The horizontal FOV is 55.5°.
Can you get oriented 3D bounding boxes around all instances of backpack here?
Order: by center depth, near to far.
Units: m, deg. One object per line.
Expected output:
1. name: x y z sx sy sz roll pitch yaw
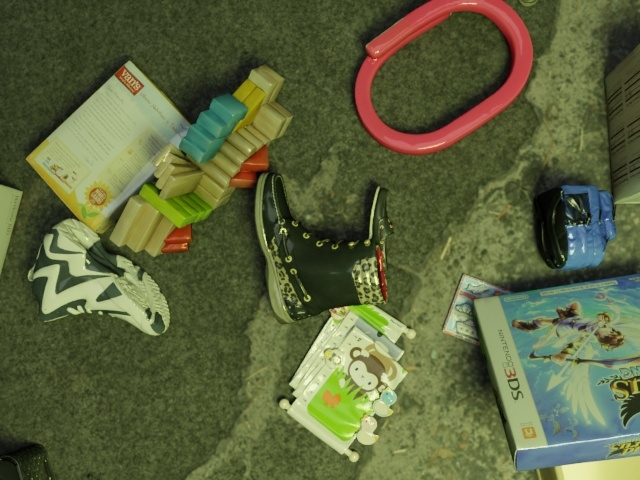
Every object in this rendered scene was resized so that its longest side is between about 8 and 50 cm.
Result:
1. backpack: 0.379 -0.016 0.897 0.101 0.098 0.120 -1 84 2

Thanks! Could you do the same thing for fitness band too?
1. fitness band: 0.190 -0.263 0.964 0.291 0.054 0.209 -34 85 3

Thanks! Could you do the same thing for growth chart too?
1. growth chart: 0.047 0.207 0.949 0.172 0.021 0.237 27 89 6

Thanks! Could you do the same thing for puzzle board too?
1. puzzle board: 0.265 0.119 0.939 0.128 0.011 0.096 20 87 8

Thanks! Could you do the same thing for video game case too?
1. video game case: 0.363 0.164 0.813 0.270 0.061 0.244 -10 43 6

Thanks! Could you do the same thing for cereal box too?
1. cereal box: -0.339 -0.153 1.006 0.240 0.047 0.173 -43 83 0

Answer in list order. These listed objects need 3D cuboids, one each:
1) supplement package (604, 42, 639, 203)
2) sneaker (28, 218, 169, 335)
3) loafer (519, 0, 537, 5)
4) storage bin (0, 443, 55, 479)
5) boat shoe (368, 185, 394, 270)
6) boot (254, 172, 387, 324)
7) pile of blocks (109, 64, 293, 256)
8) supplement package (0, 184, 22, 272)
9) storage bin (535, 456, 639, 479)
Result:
1. supplement package: 0.536 -0.165 0.868 0.194 0.149 0.203 -2 84 6
2. sneaker: -0.365 0.095 0.971 0.235 0.094 0.153 42 109 -12
3. loafer: 0.323 -0.439 0.970 0.045 0.039 0.125 -17 83 5
4. storage bin: -0.521 0.410 0.955 0.180 0.084 0.122 -20 83 3
5. boat shoe: 0.094 -0.018 0.950 0.042 0.049 0.133 7 93 10
6. boot: 0.001 0.001 0.923 0.179 0.085 0.236 -9 88 18
7. pile of blocks: -0.161 -0.108 0.934 0.113 0.149 0.362 38 89 8
8. supplement package: -0.639 0.013 0.972 0.204 0.145 0.261 13 87 7
9. storage bin: 0.448 0.333 0.846 0.260 0.123 0.262 -12 83 4
